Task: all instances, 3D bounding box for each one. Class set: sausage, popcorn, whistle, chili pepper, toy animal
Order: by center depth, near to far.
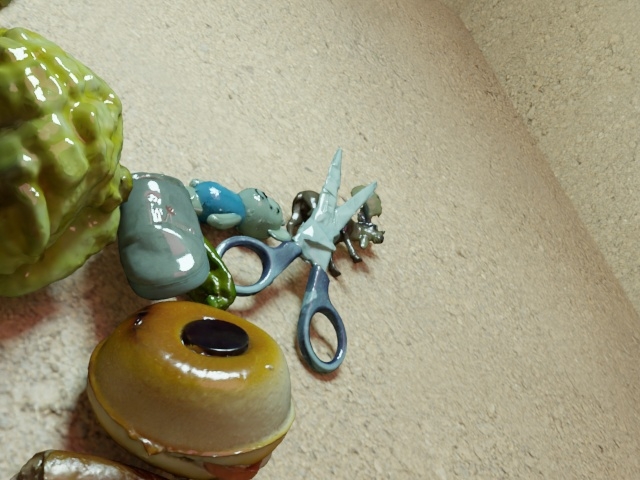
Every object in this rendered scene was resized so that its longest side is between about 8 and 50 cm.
[{"bbox_3d":[-0.157,0.281,0.700,0.302,0.076,0.103,33,41,-19],"label":"sausage"},{"bbox_3d":[-0.330,-0.077,0.752,0.293,0.293,0.237,46,-7,0],"label":"popcorn"},{"bbox_3d":[-0.185,0.016,0.978,0.204,0.072,0.073,47,12,13],"label":"chili pepper"},{"bbox_3d":[-0.146,-0.053,1.104,0.235,0.077,0.114,13,32,-39],"label":"whistle"},{"bbox_3d":[0.041,-0.030,1.283,0.214,0.093,0.186,33,36,-28],"label":"toy animal"}]

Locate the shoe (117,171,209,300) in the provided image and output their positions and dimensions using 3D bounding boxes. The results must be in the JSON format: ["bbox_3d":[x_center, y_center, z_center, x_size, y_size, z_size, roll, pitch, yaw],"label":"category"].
[{"bbox_3d":[-0.201,-0.032,0.891,0.103,0.100,0.251,-10,37,-17],"label":"shoe"}]

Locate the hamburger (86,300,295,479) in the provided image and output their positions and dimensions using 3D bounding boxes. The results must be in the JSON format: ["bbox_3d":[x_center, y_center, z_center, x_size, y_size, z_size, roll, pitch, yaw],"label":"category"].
[{"bbox_3d":[-0.138,0.159,0.786,0.236,0.148,0.237,18,18,-6],"label":"hamburger"}]

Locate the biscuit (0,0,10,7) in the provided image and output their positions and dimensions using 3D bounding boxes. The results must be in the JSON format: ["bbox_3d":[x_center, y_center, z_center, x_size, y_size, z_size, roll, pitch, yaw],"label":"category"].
[{"bbox_3d":[-0.511,-0.470,1.174,0.187,0.036,0.274,41,32,-10],"label":"biscuit"}]

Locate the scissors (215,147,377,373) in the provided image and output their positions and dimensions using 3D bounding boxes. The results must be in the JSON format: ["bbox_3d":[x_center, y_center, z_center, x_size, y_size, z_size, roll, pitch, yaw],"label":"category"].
[{"bbox_3d":[0.000,0.000,1.146,0.256,0.029,0.384,44,47,-15],"label":"scissors"}]
